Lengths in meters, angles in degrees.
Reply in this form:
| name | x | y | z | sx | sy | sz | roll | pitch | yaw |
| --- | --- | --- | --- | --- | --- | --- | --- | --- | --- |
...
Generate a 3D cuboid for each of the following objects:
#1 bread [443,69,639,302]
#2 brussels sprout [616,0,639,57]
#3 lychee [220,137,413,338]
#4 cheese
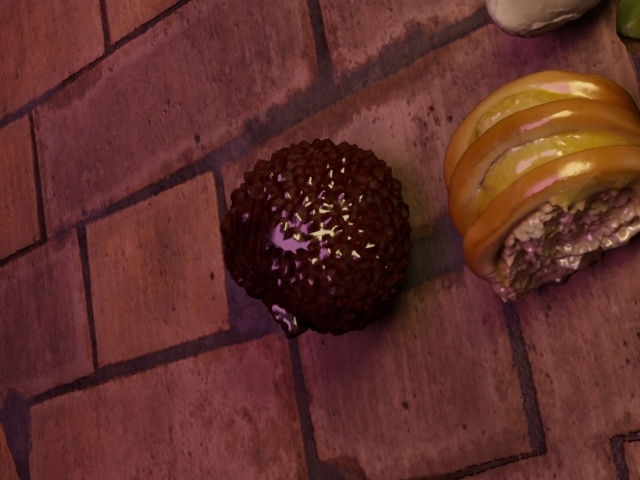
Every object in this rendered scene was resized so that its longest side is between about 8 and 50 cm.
| name | x | y | z | sx | sy | sz | roll | pitch | yaw |
| --- | --- | --- | --- | --- | --- | --- | --- | --- | --- |
| bread | 0.301 | -0.090 | 1.711 | 0.316 | 0.211 | 0.270 | -33 | 63 | 35 |
| brussels sprout | 0.523 | -0.242 | 1.448 | 0.315 | 0.276 | 0.371 | -44 | 50 | 22 |
| lychee | 0.000 | 0.000 | 1.951 | 0.306 | 0.306 | 0.330 | 6 | 65 | 45 |
| cheese | 0.321 | -0.380 | 1.741 | 0.189 | 0.198 | 0.154 | -21 | 106 | 24 |
